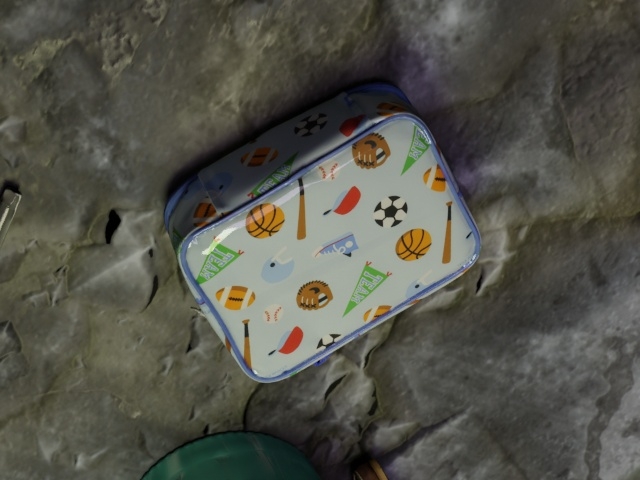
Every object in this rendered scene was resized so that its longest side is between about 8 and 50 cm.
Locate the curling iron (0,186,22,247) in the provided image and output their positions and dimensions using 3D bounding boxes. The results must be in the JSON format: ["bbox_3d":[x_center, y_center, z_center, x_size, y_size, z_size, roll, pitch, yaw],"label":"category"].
[{"bbox_3d":[-0.370,0.062,1.464,0.068,0.035,0.274,28,108,-29],"label":"curling iron"}]

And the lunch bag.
[{"bbox_3d":[0.000,0.000,1.501,0.303,0.115,0.243,-29,125,-1],"label":"lunch bag"}]

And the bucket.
[{"bbox_3d":[-0.087,0.361,1.635,0.281,0.183,0.281,-7,121,-13],"label":"bucket"}]

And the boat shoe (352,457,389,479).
[{"bbox_3d":[0.068,0.347,1.739,0.073,0.073,0.207,-22,122,-6],"label":"boat shoe"}]
